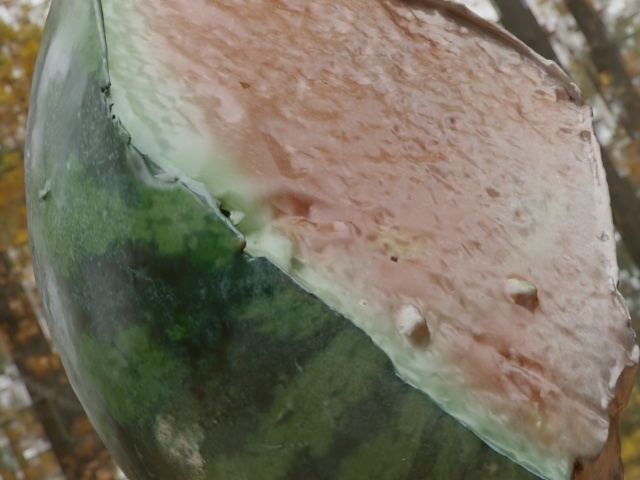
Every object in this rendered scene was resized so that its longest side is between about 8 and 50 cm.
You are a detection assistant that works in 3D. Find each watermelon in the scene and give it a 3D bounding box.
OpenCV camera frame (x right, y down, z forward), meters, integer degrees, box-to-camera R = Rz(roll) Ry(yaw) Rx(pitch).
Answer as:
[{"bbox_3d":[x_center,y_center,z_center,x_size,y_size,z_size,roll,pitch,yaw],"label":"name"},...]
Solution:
[{"bbox_3d":[-0.005,0.021,0.679,0.222,0.292,0.319,-120,50,-84],"label":"watermelon"}]
